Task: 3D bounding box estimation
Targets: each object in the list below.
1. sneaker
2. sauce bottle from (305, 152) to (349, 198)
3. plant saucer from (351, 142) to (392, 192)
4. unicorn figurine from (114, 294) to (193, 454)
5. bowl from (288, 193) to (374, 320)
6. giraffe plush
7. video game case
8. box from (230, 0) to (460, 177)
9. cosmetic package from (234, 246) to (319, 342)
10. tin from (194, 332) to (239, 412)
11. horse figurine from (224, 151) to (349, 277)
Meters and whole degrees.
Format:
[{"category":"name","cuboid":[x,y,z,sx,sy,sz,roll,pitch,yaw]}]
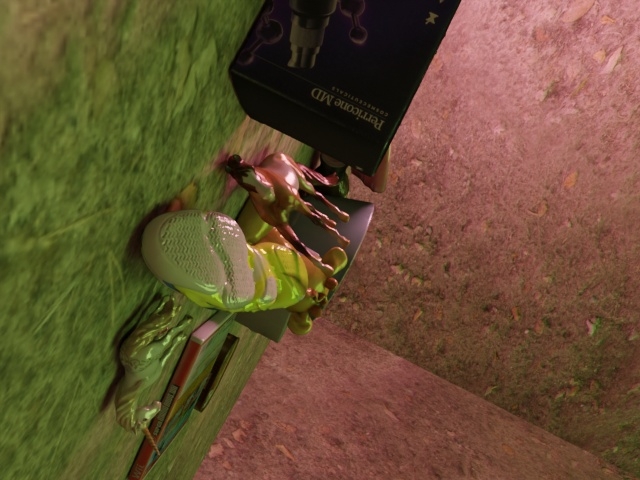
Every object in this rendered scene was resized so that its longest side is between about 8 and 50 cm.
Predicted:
[{"category":"sneaker","cuboid":[-0.115,0.040,0.465,0.240,0.126,0.091,29,50,-58]},{"category":"sauce bottle","cuboid":[0.016,-0.123,1.172,0.344,0.111,0.112,104,12,-66]},{"category":"plant saucer","cuboid":[0.116,-0.277,1.018,0.332,0.084,0.333,3,90,-85]},{"category":"unicorn figurine","cuboid":[-0.182,0.132,0.475,0.111,0.060,0.162,-61,160,-43]},{"category":"bowl","cuboid":[-0.018,0.013,1.054,0.312,0.163,0.311,-61,-177,5]},{"category":"giraffe plush","cuboid":[-0.056,0.038,0.672,0.182,0.170,0.210,-65,177,26]},{"category":"video game case","cuboid":[-0.240,0.263,0.813,0.286,0.025,0.204,-65,177,9]},{"category":"box","cuboid":[0.034,-0.192,0.431,0.108,0.153,0.207,88,28,-84]},{"category":"cosmetic package","cuboid":[-0.098,0.096,0.891,0.107,0.127,0.238,-60,177,-35]},{"category":"tin","cuboid":[-0.241,0.298,1.017,0.190,0.040,0.106,-64,173,6]},{"category":"horse figurine","cuboid":[-0.036,-0.060,0.588,0.066,0.174,0.263,-45,-167,20]}]
